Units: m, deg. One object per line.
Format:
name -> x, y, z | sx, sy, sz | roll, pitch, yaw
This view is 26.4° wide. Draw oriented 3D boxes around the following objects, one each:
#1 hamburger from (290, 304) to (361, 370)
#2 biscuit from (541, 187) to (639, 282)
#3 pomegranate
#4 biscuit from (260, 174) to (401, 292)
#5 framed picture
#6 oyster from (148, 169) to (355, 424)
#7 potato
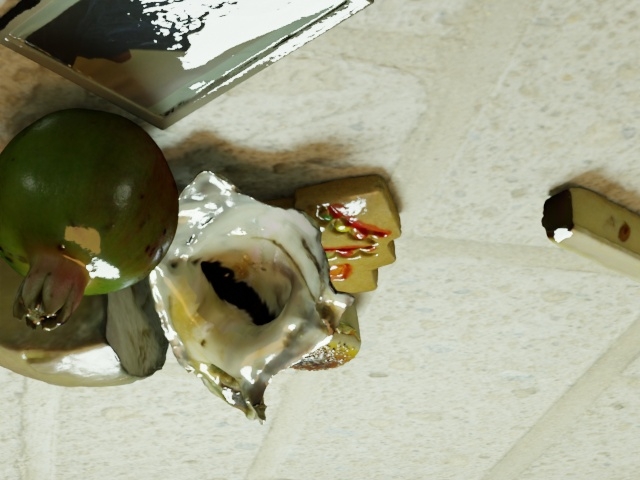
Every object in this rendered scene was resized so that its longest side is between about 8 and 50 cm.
hamburger -> -0.015, 0.108, 1.573 | 0.127, 0.081, 0.141 | 5, 152, -8
biscuit -> 0.303, 0.001, 1.398 | 0.188, 0.056, 0.052 | 20, 145, -34
pomegranate -> -0.221, -0.014, 1.216 | 0.180, 0.209, 0.180 | 11, 142, 8
biscuit -> 0.000, 0.000, 1.419 | 0.212, 0.041, 0.239 | 17, 148, -24
framed picture -> -0.117, -0.183, 1.105 | 0.192, 0.018, 0.265 | 26, 143, -37
oyster -> -0.077, 0.053, 1.381 | 0.271, 0.100, 0.275 | -23, 110, 44
potato -> -0.302, 0.080, 1.412 | 0.264, 0.189, 0.211 | -4, 152, 9
